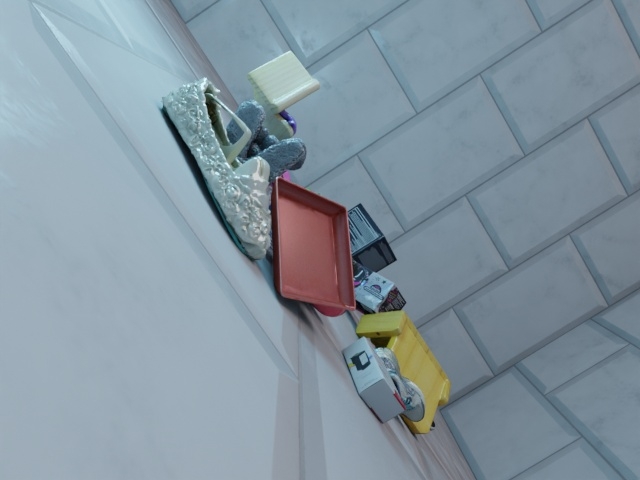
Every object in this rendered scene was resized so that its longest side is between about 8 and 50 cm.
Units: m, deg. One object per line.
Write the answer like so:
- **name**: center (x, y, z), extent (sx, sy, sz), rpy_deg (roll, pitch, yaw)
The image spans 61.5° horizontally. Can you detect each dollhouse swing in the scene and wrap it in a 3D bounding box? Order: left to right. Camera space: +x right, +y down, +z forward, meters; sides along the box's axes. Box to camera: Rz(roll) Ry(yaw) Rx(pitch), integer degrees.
- **dollhouse swing**: center (0.252, 0.484, 1.916), extent (0.315, 0.305, 0.347), rpy_deg (-17, -68, 50)

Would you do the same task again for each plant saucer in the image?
- **plant saucer**: center (-0.022, 0.018, 1.184), extent (0.258, 0.047, 0.259), rpy_deg (19, 61, -50)

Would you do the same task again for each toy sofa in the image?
- **toy sofa**: center (-0.137, -0.306, 1.411), extent (0.177, 0.150, 0.362), rpy_deg (52, -30, -2)

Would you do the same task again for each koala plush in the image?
- **koala plush**: center (-0.171, -0.176, 1.279), extent (0.196, 0.203, 0.221), rpy_deg (42, -15, -1)

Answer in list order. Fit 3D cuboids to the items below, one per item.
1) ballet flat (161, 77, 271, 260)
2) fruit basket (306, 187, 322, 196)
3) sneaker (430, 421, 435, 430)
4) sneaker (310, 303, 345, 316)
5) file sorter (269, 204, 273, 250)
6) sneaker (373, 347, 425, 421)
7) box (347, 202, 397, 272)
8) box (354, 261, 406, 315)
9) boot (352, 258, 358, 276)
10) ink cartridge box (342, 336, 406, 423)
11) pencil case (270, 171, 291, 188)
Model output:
- **ballet flat**: center (-0.183, -0.161, 1.067), extent (0.409, 0.147, 0.147), rpy_deg (59, 4, 15)
- **fruit basket**: center (0.000, 0.000, 1.907), extent (0.353, 0.165, 0.327), rpy_deg (64, 6, 34)
- **sneaker**: center (0.441, 0.698, 2.275), extent (0.235, 0.097, 0.084), rpy_deg (56, 4, -13)
- **sneaker**: center (-0.032, 0.100, 1.297), extent (0.314, 0.116, 0.136), rpy_deg (60, 27, -34)
- **file sorter**: center (-0.097, -0.051, 1.393), extent (0.104, 0.118, 0.170), rpy_deg (59, 3, -10)
- **sneaker**: center (0.218, 0.455, 1.585), extent (0.283, 0.110, 0.122), rpy_deg (53, 23, -21)
- **box**: center (0.144, 0.032, 2.473), extent (0.183, 0.294, 0.296), rpy_deg (57, 3, -38)
- **box**: center (0.191, 0.207, 2.151), extent (0.247, 0.142, 0.163), rpy_deg (28, -18, 41)
- **boot**: center (-0.005, 0.046, 1.444), extent (0.190, 0.076, 0.208), rpy_deg (59, -25, -7)
- **ink cartridge box**: center (0.132, 0.347, 1.354), extent (0.127, 0.072, 0.175), rpy_deg (55, 4, -26)
- **pencil case**: center (-0.113, -0.124, 1.550), extent (0.098, 0.095, 0.209), rpy_deg (-7, 81, -79)
